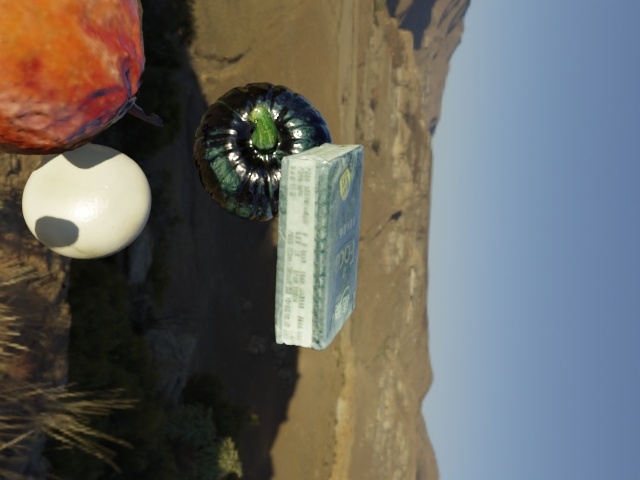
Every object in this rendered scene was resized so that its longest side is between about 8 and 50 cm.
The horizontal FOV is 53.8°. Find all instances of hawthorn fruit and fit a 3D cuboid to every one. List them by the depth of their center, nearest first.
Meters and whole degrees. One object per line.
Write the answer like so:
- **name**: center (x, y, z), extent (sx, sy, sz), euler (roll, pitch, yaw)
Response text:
- **hawthorn fruit**: center (-0.223, -0.153, 0.517), extent (0.243, 0.207, 0.208), euler (39, 50, -48)

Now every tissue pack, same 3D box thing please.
- **tissue pack**: center (0.000, 0.000, 0.886), extent (0.185, 0.081, 0.257), euler (-38, 133, -67)

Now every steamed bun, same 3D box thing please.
- **steamed bun**: center (-0.615, -0.109, 1.666), extent (0.206, 0.324, 0.325), euler (98, -2, -67)

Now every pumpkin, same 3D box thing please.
- **pumpkin**: center (-0.100, -0.161, 1.085), extent (0.248, 0.247, 0.248), euler (3, 90, -83)
